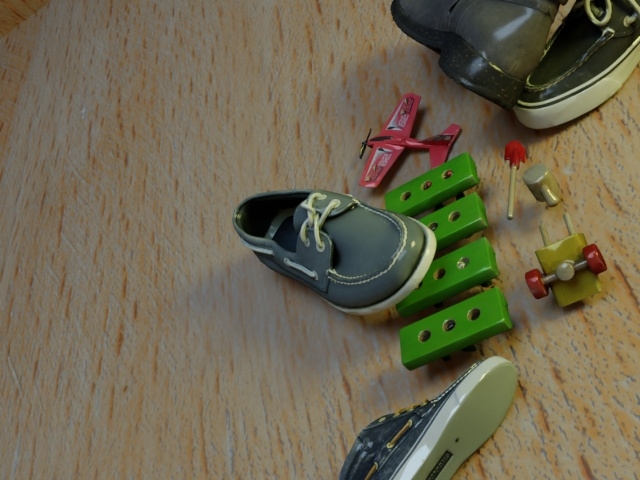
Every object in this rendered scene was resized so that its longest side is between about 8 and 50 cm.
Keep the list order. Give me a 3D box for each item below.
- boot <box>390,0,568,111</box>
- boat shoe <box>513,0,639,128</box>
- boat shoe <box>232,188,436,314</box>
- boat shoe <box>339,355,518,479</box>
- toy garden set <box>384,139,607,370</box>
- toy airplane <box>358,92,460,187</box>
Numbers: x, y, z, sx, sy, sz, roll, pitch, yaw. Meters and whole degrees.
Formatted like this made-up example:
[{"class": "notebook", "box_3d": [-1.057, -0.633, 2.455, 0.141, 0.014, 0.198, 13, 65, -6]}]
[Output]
[{"class": "boot", "box_3d": [0.208, -0.300, 1.014, 0.223, 0.118, 0.338, -59, 27, 20]}, {"class": "boat shoe", "box_3d": [0.317, -0.252, 0.951, 0.306, 0.105, 0.113, -39, 37, 5]}, {"class": "boat shoe", "box_3d": [0.000, 0.000, 0.958, 0.319, 0.099, 0.116, 12, 72, 61]}, {"class": "boat shoe", "box_3d": [0.091, 0.165, 0.782, 0.183, 0.065, 0.083, -50, 38, -8]}, {"class": "toy garden set", "box_3d": [0.170, 0.003, 0.888, 0.203, 0.049, 0.244, -27, 39, 23]}, {"class": "toy airplane", "box_3d": [0.109, -0.121, 1.080, 0.151, 0.028, 0.151, -25, 42, 24]}]
